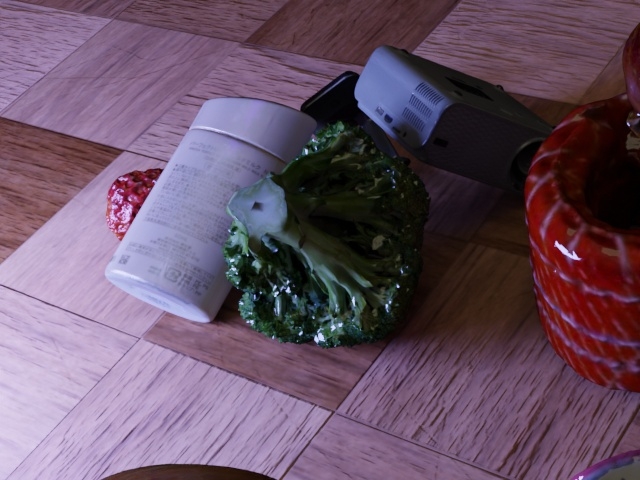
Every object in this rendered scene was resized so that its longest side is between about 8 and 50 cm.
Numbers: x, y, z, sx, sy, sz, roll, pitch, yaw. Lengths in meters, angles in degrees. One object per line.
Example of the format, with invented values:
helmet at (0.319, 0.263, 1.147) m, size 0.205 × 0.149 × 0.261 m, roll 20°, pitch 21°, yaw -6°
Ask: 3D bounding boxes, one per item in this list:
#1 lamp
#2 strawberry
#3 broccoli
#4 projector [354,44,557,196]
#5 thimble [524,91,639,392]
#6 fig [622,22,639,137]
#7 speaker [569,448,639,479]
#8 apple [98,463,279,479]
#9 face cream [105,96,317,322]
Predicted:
lamp at (0.031, -0.108, 1.849) m, size 0.203 × 0.124 × 0.283 m, roll -34°, pitch 41°, yaw 11°
strawberry at (-0.226, -0.054, 1.845) m, size 0.188 × 0.121 × 0.082 m, roll -21°, pitch 45°, yaw -9°
broccoli at (0.000, 0.000, 1.588) m, size 0.308 × 0.275 × 0.308 m, roll -5°, pitch 77°, yaw 25°
projector at (0.199, -0.168, 1.741) m, size 0.250 × 0.108 × 0.198 m, roll 15°, pitch 22°, yaw -36°
thimble at (0.411, -0.007, 1.478) m, size 0.350 × 0.230 × 0.350 m, roll -9°, pitch 41°, yaw 8°
fig at (0.429, -0.177, 1.360) m, size 0.205 × 0.205 × 0.205 m, roll -10°, pitch 40°, yaw 8°
speaker at (0.315, 0.323, 1.087) m, size 0.294 × 0.294 × 0.294 m, roll -10°, pitch 40°, yaw 8°
apple at (-0.100, 0.393, 1.083) m, size 0.333 × 0.400 × 0.400 m, roll 14°, pitch 33°, yaw -22°
face cream at (-0.153, -0.061, 1.776) m, size 0.173 × 0.081 × 0.348 m, roll 21°, pitch 66°, yaw 12°
